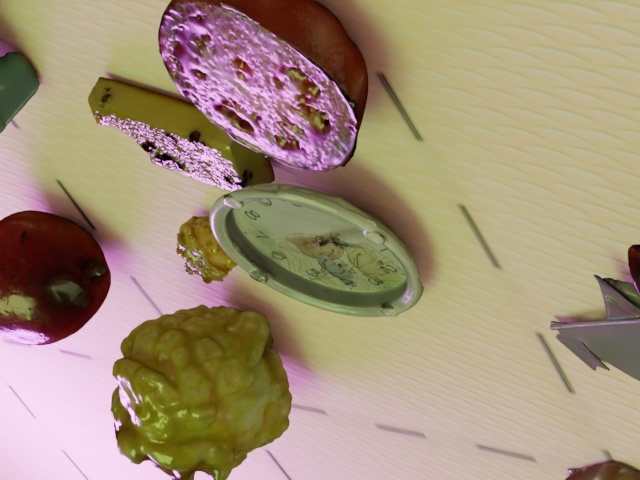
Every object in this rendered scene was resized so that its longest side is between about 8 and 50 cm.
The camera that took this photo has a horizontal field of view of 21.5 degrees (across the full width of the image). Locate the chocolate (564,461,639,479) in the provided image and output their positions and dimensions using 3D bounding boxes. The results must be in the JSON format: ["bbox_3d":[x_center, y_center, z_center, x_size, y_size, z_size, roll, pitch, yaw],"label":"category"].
[{"bbox_3d":[0.363,0.354,1.831,0.261,0.083,0.161,41,152,-2],"label":"chocolate"}]

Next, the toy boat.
[{"bbox_3d":[0.323,0.111,1.523,0.219,0.072,0.318,39,157,7],"label":"toy boat"}]

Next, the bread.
[{"bbox_3d":[-0.153,-0.112,1.801,0.226,0.049,0.088,19,148,36],"label":"bread"}]

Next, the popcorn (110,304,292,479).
[{"bbox_3d":[-0.143,0.188,2.069,0.195,0.255,0.256,41,-174,33],"label":"popcorn"}]

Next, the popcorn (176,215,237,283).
[{"bbox_3d":[-0.134,0.009,1.959,0.083,0.057,0.082,23,148,35],"label":"popcorn"}]

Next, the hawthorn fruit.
[{"bbox_3d":[-0.357,0.045,2.183,0.202,0.185,0.185,-6,131,35],"label":"hawthorn fruit"}]

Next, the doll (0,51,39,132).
[{"bbox_3d":[-0.450,-0.228,1.878,0.177,0.161,0.260,25,153,30],"label":"doll"}]

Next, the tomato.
[{"bbox_3d":[-0.039,-0.161,1.536,0.225,0.085,0.225,27,151,16],"label":"tomato"}]

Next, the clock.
[{"bbox_3d":[0.000,0.000,1.745,0.236,0.053,0.236,17,152,10],"label":"clock"}]
